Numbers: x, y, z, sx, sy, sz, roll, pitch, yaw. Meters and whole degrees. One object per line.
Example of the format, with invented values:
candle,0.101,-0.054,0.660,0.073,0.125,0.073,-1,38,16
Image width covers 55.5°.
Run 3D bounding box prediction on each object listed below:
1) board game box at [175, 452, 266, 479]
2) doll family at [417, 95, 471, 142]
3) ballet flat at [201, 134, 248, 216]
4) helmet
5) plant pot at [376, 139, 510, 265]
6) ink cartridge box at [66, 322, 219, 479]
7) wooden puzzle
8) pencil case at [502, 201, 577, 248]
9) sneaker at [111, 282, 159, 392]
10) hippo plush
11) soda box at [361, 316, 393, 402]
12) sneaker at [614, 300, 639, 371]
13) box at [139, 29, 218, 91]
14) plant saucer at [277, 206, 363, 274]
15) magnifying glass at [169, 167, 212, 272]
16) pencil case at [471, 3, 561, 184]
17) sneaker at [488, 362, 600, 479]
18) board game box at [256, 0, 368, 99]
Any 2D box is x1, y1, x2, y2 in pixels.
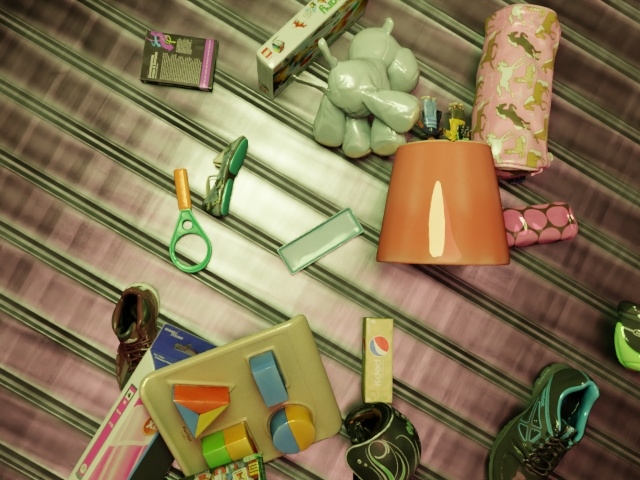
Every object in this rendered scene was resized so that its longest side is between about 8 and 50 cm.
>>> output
board game box,-0.219,0.518,1.177,0.259,0.030,0.136,-24,61,14
doll family,0.272,-0.249,1.343,0.192,0.076,0.112,2,89,-31
ballet flat,-0.216,-0.148,1.338,0.070,0.070,0.189,17,81,-3
helmet,0.127,0.438,1.267,0.169,0.169,0.162,-32,108,-7
plant pot,0.252,-0.072,1.255,0.274,0.275,0.244,1,90,-5
ink cartridge box,-0.340,0.364,1.235,0.175,0.069,0.371,38,78,-45
wooden puzzle,-0.141,0.345,1.219,0.347,0.080,0.322,-22,119,-8
pencil case,0.464,-0.037,1.371,0.209,0.095,0.098,-5,70,-7
sneaker,-0.383,0.226,1.239,0.106,0.162,0.282,-7,86,-5
hippo plush,0.091,-0.341,1.335,0.294,0.234,0.237,33,52,-16
soda box,0.124,0.260,1.331,0.061,0.058,0.182,2,84,-5
sneaker,0.886,0.154,1.341,0.482,0.185,0.203,-14,90,-7
box,-0.317,-0.402,1.366,0.162,0.029,0.116,7,84,-5
plant saucer,0.000,0.000,1.364,0.192,0.018,0.067,-31,88,-6
magnifying glass,-0.295,-0.044,1.341,0.092,0.026,0.231,-8,88,-5
pencil case,0.436,-0.328,1.358,0.167,0.160,0.387,10,83,-29
sneaker,0.476,0.423,1.306,0.125,0.139,0.341,28,85,-4
board game box,-0.013,-0.451,1.312,0.305,0.193,0.053,-45,89,-6
